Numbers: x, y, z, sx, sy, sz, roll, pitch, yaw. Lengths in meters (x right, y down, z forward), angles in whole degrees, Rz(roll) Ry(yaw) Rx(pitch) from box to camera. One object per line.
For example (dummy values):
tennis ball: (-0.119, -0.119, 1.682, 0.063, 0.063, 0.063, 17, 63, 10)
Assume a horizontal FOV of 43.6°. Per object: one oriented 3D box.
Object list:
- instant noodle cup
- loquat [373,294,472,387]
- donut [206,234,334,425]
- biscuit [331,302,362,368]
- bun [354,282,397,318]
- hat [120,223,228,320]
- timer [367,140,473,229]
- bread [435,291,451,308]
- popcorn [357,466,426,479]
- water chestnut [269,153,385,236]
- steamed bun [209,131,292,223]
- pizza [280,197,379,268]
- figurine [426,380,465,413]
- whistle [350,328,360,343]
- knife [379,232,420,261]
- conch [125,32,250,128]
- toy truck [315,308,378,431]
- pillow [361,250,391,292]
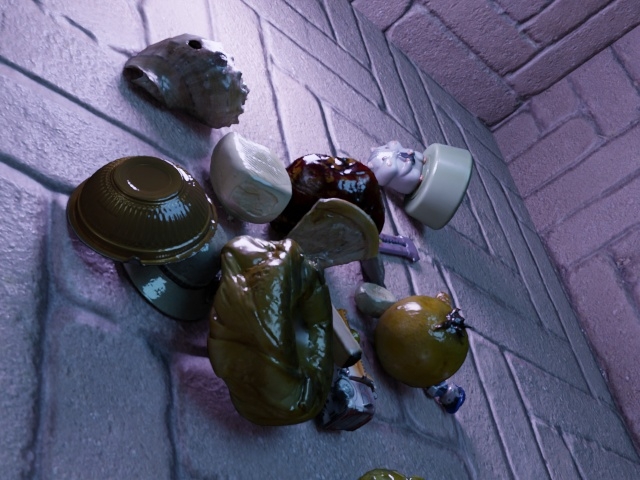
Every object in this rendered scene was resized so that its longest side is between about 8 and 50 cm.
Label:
instant noodle cup: (-0.312, -0.079, 1.436, 0.274, 0.090, 0.273, 10, 43, -9)
loquat: (0.257, 0.248, 1.994, 0.244, 0.244, 0.243, 40, 30, -28)
donut: (-0.087, 0.163, 1.498, 0.360, 0.170, 0.360, -7, 90, -71)
biscuit: (0.020, 0.178, 1.666, 0.052, 0.056, 0.188, -11, 55, -39)
bun: (0.140, 0.162, 2.079, 0.115, 0.069, 0.115, 22, 21, -9)
hat: (-0.253, 0.015, 1.534, 0.257, 0.130, 0.257, 40, 30, -29)
timer: (0.307, -0.222, 2.670, 0.316, 0.290, 0.290, 22, 34, -11)
bread: (0.378, 0.216, 2.452, 0.052, 0.044, 0.157, 41, 29, -20)
popcorn: (0.130, 0.533, 1.535, 0.213, 0.198, 0.197, -24, 78, -37)
water chestnut: (0.012, -0.077, 1.960, 0.289, 0.289, 0.244, 23, 50, -47)
steamed bun: (-0.174, -0.133, 1.838, 0.170, 0.152, 0.238, 27, 21, -32)
pizza: (0.000, 0.000, 1.844, 0.034, 0.262, 0.181, -88, 154, -68)
figurine: (0.324, 0.401, 2.132, 0.136, 0.077, 0.079, 36, -7, -5)
whistle: (0.043, 0.231, 1.877, 0.109, 0.046, 0.057, -4, 77, -54)
knife: (0.192, 0.004, 2.403, 0.399, 0.038, 0.132, 12, 51, -55)
conch: (-0.303, -0.404, 1.918, 0.324, 0.186, 0.263, 18, 26, -53)
toy truck: (0.028, 0.275, 1.724, 0.135, 0.114, 0.270, 21, 39, -42)
pillow: (0.127, 0.023, 2.150, 0.169, 0.059, 0.255, -114, -175, -53)
